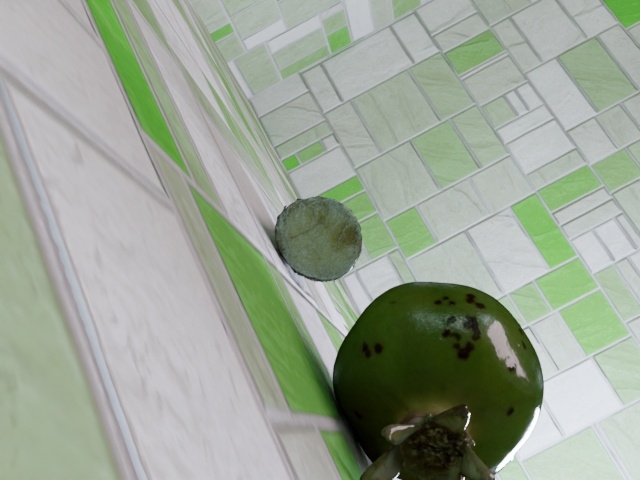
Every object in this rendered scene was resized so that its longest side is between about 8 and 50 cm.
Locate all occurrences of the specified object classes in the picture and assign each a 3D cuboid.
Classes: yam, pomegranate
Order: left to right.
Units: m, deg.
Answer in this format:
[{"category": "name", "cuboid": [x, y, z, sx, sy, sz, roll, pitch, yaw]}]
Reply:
[{"category": "yam", "cuboid": [0.000, 0.000, 0.808, 0.107, 0.107, 0.183, 62, 0, 0]}, {"category": "pomegranate", "cuboid": [0.093, 0.132, 0.535, 0.181, 0.182, 0.224, 62, 21, -8]}]
